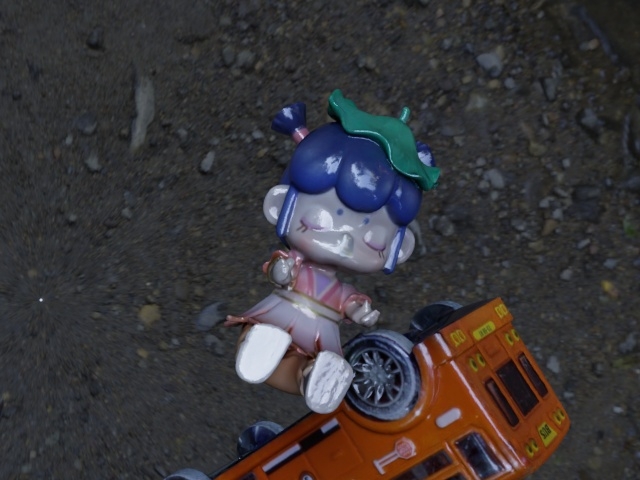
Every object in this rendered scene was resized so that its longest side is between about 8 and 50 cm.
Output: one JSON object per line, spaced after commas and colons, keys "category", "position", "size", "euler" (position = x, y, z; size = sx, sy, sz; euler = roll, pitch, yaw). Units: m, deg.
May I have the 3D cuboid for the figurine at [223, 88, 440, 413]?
{"category": "figurine", "position": [0.000, 0.000, 0.535], "size": [0.111, 0.102, 0.195], "euler": [28, 77, -12]}

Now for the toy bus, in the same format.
{"category": "toy bus", "position": [0.021, 0.179, 0.696], "size": [0.153, 0.329, 0.143], "euler": [58, 28, 10]}
